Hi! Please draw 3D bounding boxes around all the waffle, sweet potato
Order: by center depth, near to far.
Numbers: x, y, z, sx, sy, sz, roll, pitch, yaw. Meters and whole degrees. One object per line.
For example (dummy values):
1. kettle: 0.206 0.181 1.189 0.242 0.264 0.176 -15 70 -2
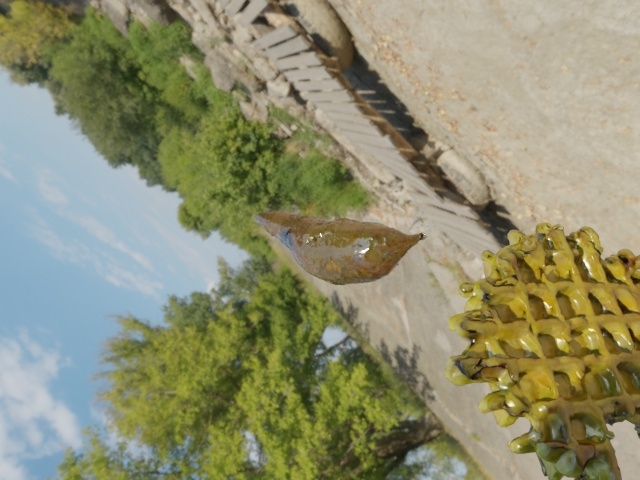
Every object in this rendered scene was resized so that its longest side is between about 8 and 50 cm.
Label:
1. waffle: 0.227 0.089 0.436 0.229 0.231 0.051 35 151 7
2. sweet potato: -0.001 0.006 0.489 0.226 0.068 0.068 11 153 47
